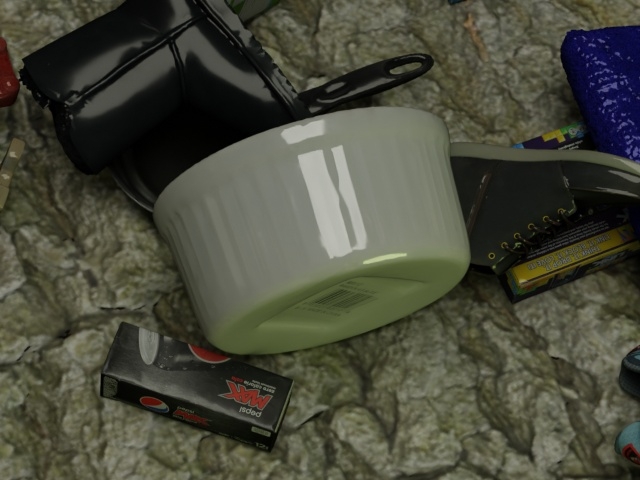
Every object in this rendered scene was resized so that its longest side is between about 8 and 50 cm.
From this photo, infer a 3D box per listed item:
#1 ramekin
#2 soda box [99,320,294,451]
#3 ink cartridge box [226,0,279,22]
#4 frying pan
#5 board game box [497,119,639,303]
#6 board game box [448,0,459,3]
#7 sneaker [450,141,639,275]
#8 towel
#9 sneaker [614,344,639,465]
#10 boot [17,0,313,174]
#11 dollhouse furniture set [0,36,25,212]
[{"bbox_3d":[0.000,0.000,1.756,0.277,0.277,0.135,-13,73,-12],"label":"ramekin"},{"bbox_3d":[-0.113,0.133,1.793,0.169,0.053,0.060,18,63,2],"label":"soda box"},{"bbox_3d":[-0.092,-0.330,2.010,0.189,0.097,0.255,40,41,14],"label":"ink cartridge box"},{"bbox_3d":[-0.069,-0.135,1.933,0.197,0.053,0.326,43,65,15],"label":"frying pan"},{"bbox_3d":[0.232,-0.033,1.918,0.170,0.048,0.141,-19,69,-16],"label":"board game box"},{"bbox_3d":[0.239,-0.401,2.093,0.317,0.064,0.242,-18,67,-15],"label":"board game box"},{"bbox_3d":[0.213,-0.020,1.829,0.222,0.083,0.118,5,78,23],"label":"sneaker"},{"bbox_3d":[0.379,-0.084,1.912,0.228,0.076,0.308,-6,62,-30],"label":"towel"},{"bbox_3d":[0.330,0.202,1.784,0.125,0.104,0.261,-5,48,-1],"label":"sneaker"},{"bbox_3d":[-0.140,-0.122,1.851,0.207,0.094,0.246,-38,89,-5],"label":"boot"},{"bbox_3d":[-0.460,-0.154,1.870,0.374,0.152,0.201,22,61,-14],"label":"dollhouse furniture set"}]
